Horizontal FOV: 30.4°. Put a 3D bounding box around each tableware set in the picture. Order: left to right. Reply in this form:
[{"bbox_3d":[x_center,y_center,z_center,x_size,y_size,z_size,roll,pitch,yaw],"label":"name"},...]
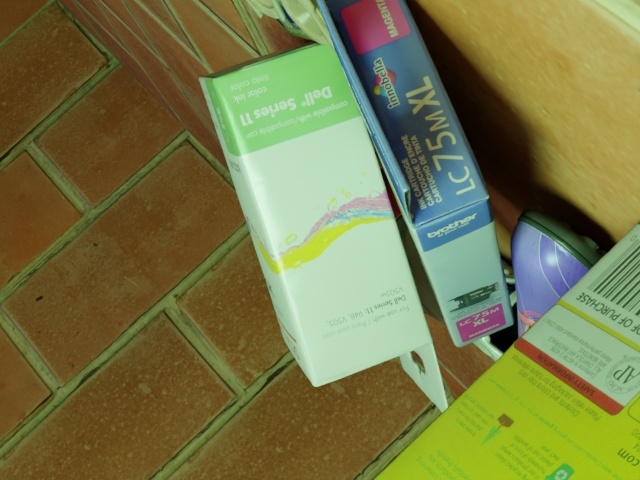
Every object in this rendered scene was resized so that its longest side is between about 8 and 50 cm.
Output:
[{"bbox_3d":[-0.049,-0.207,0.873,0.168,0.020,0.141,29,160,51],"label":"tableware set"}]

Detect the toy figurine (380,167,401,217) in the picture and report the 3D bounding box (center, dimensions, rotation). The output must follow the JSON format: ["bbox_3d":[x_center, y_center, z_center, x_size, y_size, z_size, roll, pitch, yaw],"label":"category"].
[{"bbox_3d":[0.021,-0.073,1.271,0.159,0.130,0.173,38,-165,5],"label":"toy figurine"}]

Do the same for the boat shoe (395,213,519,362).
[{"bbox_3d":[0.167,0.066,1.120,0.267,0.096,0.088,49,165,12],"label":"boat shoe"}]

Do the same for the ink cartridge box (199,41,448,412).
[{"bbox_3d":[0.000,0.000,1.097,0.207,0.119,0.354,-139,31,-78],"label":"ink cartridge box"}]

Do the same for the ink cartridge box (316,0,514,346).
[{"bbox_3d":[0.073,-0.056,0.850,0.311,0.065,0.186,55,-166,-64],"label":"ink cartridge box"}]

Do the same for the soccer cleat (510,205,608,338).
[{"bbox_3d":[0.199,0.093,0.927,0.108,0.116,0.318,43,173,38],"label":"soccer cleat"}]

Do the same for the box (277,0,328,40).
[{"bbox_3d":[-0.059,-0.252,0.930,0.225,0.036,0.136,51,173,-22],"label":"box"}]

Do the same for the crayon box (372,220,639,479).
[{"bbox_3d":[0.145,0.147,0.666,0.081,0.318,0.202,51,174,-28],"label":"crayon box"}]
